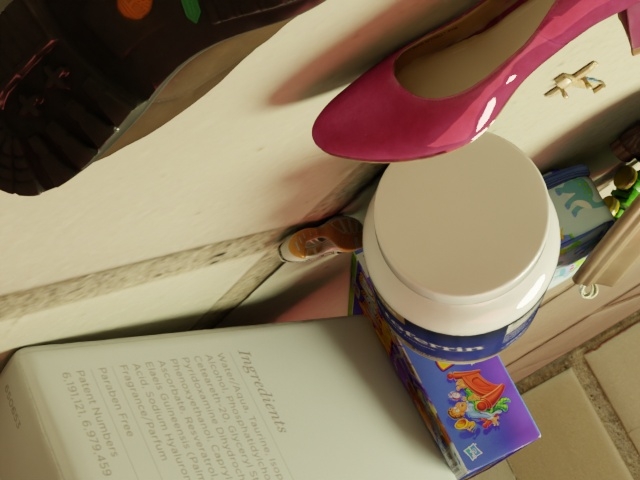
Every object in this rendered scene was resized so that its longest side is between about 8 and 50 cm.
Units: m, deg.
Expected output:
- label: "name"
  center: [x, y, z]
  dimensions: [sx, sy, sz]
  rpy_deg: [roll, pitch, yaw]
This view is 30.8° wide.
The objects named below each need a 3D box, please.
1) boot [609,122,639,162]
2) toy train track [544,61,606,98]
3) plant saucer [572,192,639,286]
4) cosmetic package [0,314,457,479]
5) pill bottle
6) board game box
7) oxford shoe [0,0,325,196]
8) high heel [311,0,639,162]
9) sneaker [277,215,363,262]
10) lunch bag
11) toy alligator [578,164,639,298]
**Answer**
- label: "boot"
  center: [0.355, -0.118, 1.154]
  dimensions: [0.114, 0.037, 0.106]
  rpy_deg: [-41, 162, 32]
- label: "toy train track"
  center: [0.209, -0.122, 0.926]
  dimensions: [0.048, 0.014, 0.083]
  rpy_deg: [-35, 164, 31]
- label: "plant saucer"
  center: [0.351, -0.055, 1.148]
  dimensions: [0.278, 0.041, 0.278]
  rpy_deg: [-47, 167, -14]
- label: "cosmetic package"
  center: [-0.109, 0.297, 1.051]
  dimensions: [0.394, 0.327, 0.329]
  rpy_deg: [-3, 144, -42]
- label: "pill bottle"
  center: [0.112, 0.009, 0.940]
  dimensions: [0.153, 0.153, 0.264]
  rpy_deg: [-26, 165, -1]
- label: "board game box"
  center: [0.115, 0.139, 1.232]
  dimensions: [0.078, 0.233, 0.347]
  rpy_deg: [-25, 165, -7]
- label: "oxford shoe"
  center: [-0.042, -0.108, 0.453]
  dimensions: [0.227, 0.082, 0.096]
  rpy_deg: [-32, -176, 21]
- label: "high heel"
  center: [0.094, -0.125, 0.645]
  dimensions: [0.244, 0.082, 0.117]
  rpy_deg: [-17, 139, 15]
- label: "sneaker"
  center: [0.000, 0.000, 0.970]
  dimensions: [0.083, 0.031, 0.037]
  rpy_deg: [-8, 171, -37]
- label: "lunch bag"
  center: [0.211, 0.008, 1.227]
  dimensions: [0.176, 0.090, 0.219]
  rpy_deg: [-24, 165, -6]
- label: "toy alligator"
  center: [0.335, -0.022, 1.323]
  dimensions: [0.189, 0.056, 0.051]
  rpy_deg: [-60, -163, 0]
